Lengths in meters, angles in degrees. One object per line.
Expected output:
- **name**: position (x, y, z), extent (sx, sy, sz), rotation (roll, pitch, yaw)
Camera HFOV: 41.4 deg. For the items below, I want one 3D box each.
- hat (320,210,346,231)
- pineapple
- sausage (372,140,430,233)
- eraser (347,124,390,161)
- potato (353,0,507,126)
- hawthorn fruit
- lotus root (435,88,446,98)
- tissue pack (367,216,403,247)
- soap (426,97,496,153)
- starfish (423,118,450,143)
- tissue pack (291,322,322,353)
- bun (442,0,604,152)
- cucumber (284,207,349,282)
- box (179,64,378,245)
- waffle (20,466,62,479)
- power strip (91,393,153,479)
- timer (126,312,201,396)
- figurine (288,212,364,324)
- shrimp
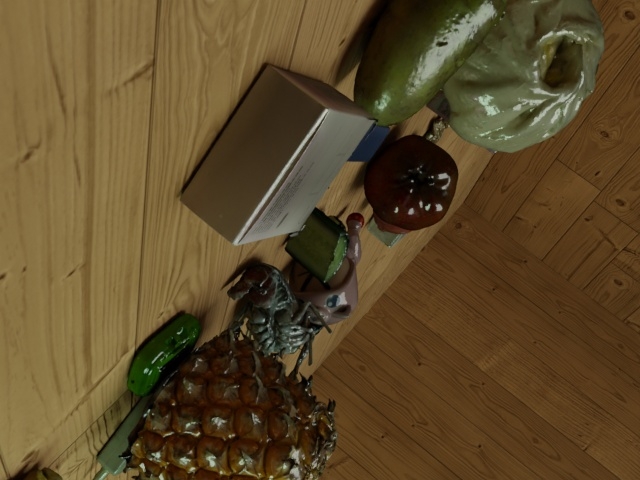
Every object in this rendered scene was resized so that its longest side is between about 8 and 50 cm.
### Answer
- **hat**: position (0.008, -0.024, 1.742), extent (0.076, 0.059, 0.077), rotation (-36, 165, 3)
- **pineapple**: position (-0.137, 0.343, 1.463), extent (0.352, 0.300, 0.352), rotation (-56, 172, -12)
- **sausage**: position (0.219, -0.123, 2.080), extent (0.254, 0.148, 0.148), rotation (-55, 169, 14)
- **eraser**: position (0.076, -0.185, 1.547), extent (0.082, 0.036, 0.225), rotation (-54, 169, 14)
- **potato**: position (0.150, -0.297, 1.227), extent (0.298, 0.141, 0.176), rotation (-47, 158, 12)
- **hawthorn fruit**: position (0.188, -0.120, 1.876), extent (0.208, 0.208, 0.248), rotation (-50, -174, -11)
- **lotus root**: position (0.243, -0.324, 1.595), extent (0.122, 0.112, 0.081), rotation (1, 150, -37)
- **tissue pack**: position (0.213, -0.065, 2.353), extent (0.106, 0.099, 0.149), rotation (-56, 169, 33)
- **soap**: position (0.374, -0.329, 1.890), extent (0.138, 0.199, 0.182), rotation (-44, 167, -51)
- **starfish**: position (0.307, -0.281, 2.169), extent (0.209, 0.053, 0.150), rotation (-50, 165, 1)
- **tissue pack**: position (-0.055, 0.204, 2.116), extent (0.090, 0.103, 0.170), rotation (-50, 171, 28)
- **bun**: position (0.367, -0.335, 1.470), extent (0.365, 0.219, 0.365), rotation (-12, 109, -40)
- **cucumber**: position (0.000, 0.000, 1.633), extent (0.062, 0.115, 0.116), rotation (-30, 154, -56)
- **box**: position (-0.044, -0.107, 1.108), extent (0.203, 0.106, 0.252), rotation (-53, 170, 15)
- **waffle**: position (-0.483, 0.448, 1.251), extent (0.291, 0.051, 0.291), rotation (-48, 169, -12)
- **power strip**: position (-0.326, 0.340, 1.552), extent (0.288, 0.053, 0.093), rotation (-53, 169, 4)
- **timer**: position (-0.251, 0.187, 1.371), extent (0.140, 0.047, 0.128), rotation (-42, 165, -44)
- **figurine**: position (0.011, 0.060, 1.883), extent (0.186, 0.176, 0.287), rotation (65, 34, -32)
- **shrimp**: position (-0.086, 0.158, 1.665), extent (0.410, 0.221, 0.166), rotation (81, 20, -51)
